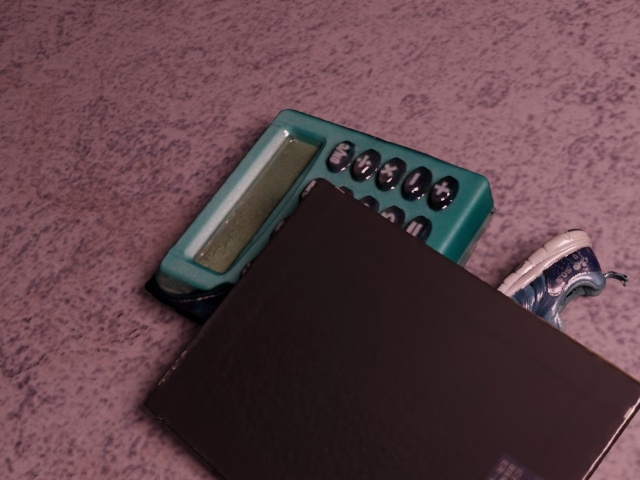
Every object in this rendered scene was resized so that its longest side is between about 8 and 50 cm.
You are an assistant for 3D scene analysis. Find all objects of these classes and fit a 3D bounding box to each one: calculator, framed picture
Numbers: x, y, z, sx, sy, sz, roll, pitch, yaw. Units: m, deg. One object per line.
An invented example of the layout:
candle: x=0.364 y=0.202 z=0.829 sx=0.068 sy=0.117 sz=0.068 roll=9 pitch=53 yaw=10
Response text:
calculator: x=0.000 y=0.000 z=0.909 sx=0.274 sy=0.058 sz=0.248 roll=22 pitch=65 yaw=31
framed picture: x=0.044 y=0.125 z=0.773 sx=0.338 sy=0.014 sz=0.255 roll=34 pitch=83 yaw=30

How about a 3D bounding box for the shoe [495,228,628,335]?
shoe: x=0.181 y=0.055 z=0.803 sx=0.143 sy=0.064 sz=0.071 roll=-39 pitch=67 yaw=-6
